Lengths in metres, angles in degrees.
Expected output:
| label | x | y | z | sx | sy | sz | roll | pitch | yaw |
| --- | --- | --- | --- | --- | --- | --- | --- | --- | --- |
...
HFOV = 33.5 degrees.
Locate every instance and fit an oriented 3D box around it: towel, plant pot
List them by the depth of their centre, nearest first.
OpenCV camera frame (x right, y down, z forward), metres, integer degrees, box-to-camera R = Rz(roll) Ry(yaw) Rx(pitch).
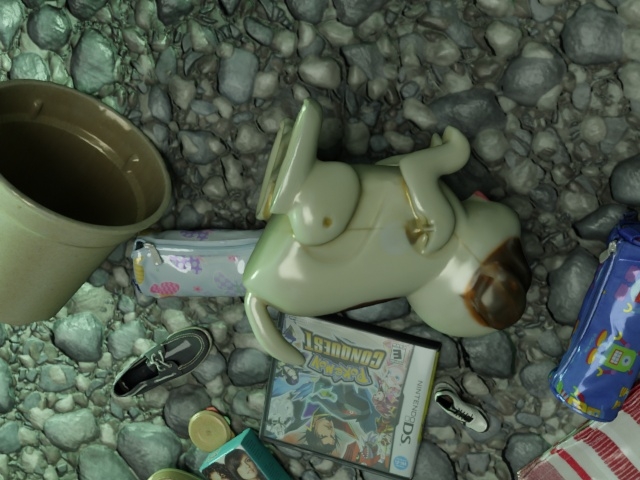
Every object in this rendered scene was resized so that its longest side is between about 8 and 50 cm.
| label | x | y | z | sx | sy | sz | roll | pitch | yaw |
| --- | --- | --- | --- | --- | --- | --- | --- | --- | --- |
| towel | 0.504 | 0.366 | 1.663 | 0.237 | 0.037 | 0.329 | 47 | 111 | 0 |
| plant pot | -0.458 | -0.036 | 1.724 | 0.334 | 0.334 | 0.305 | 40 | 122 | 4 |

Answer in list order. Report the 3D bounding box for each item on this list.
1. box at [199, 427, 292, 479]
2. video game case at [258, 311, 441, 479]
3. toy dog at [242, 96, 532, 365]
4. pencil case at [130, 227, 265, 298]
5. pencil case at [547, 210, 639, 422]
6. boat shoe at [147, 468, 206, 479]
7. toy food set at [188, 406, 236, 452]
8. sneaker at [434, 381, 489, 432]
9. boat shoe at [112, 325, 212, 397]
| label | x | y | z | sx | sy | sz | roll | pitch | yaw |
| --- | --- | --- | --- | --- | --- | --- | --- | --- | --- |
| box | -0.092 | 0.452 | 1.838 | 0.100 | 0.060 | 0.244 | -35 | 97 | 21 |
| video game case | 0.045 | 0.254 | 1.773 | 0.274 | 0.035 | 0.248 | 14 | 107 | 13 |
| toy dog | 0.113 | 0.009 | 1.542 | 0.407 | 0.284 | 0.396 | 15 | 77 | -9 |
| pencil case | -0.170 | 0.032 | 1.738 | 0.273 | 0.113 | 0.124 | 0 | 138 | 16 |
| pencil case | 0.438 | 0.117 | 1.574 | 0.133 | 0.119 | 0.306 | 14 | 109 | -17 |
| boat shoe | -0.175 | 0.528 | 1.850 | 0.341 | 0.110 | 0.122 | 40 | 91 | 4 |
| toy food set | -0.193 | 0.335 | 1.872 | 0.083 | 0.020 | 0.083 | -17 | 98 | 20 |
| sneaker | 0.226 | 0.277 | 1.720 | 0.109 | 0.044 | 0.040 | 37 | 109 | 4 |
| boat shoe | -0.277 | 0.218 | 1.844 | 0.206 | 0.065 | 0.075 | -30 | 93 | 21 |
